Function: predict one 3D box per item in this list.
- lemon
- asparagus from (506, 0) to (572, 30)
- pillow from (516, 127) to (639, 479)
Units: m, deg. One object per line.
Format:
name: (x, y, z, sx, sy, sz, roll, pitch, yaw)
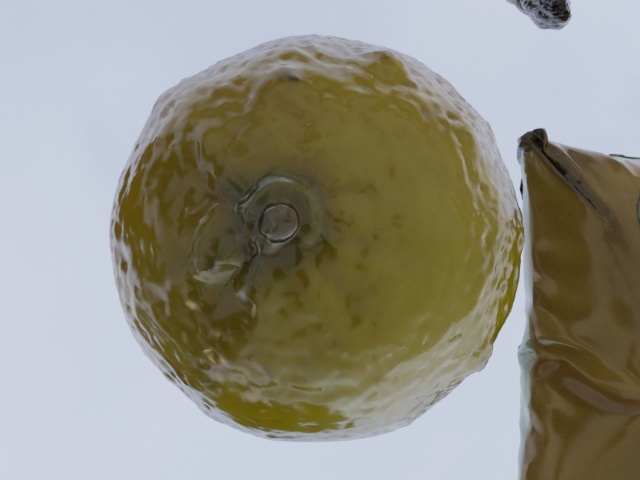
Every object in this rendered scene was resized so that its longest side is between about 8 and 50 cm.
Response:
lemon: (0.000, 0.000, 0.441, 0.192, 0.231, 0.192, 0, -89, 9)
asparagus: (0.151, -0.176, 0.659, 0.030, 0.165, 0.036, -37, -68, 13)
pillow: (0.266, 0.085, 0.646, 0.310, 0.119, 0.313, 2, -87, -22)
